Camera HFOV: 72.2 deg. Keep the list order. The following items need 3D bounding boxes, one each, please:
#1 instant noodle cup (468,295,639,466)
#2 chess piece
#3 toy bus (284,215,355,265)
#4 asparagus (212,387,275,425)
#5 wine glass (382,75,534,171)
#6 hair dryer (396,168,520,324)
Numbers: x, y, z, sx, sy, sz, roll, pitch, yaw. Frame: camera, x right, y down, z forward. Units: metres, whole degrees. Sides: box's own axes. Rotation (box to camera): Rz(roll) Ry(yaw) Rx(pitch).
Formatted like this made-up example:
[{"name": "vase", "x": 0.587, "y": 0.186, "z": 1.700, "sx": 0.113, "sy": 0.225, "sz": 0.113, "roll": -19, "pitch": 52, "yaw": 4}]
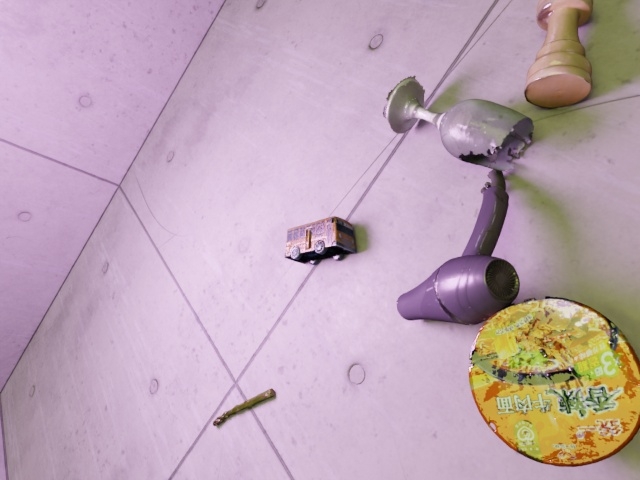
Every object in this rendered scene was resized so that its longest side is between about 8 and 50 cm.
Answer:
[{"name": "instant noodle cup", "x": 0.375, "y": 0.217, "z": 0.686, "sx": 0.230, "sy": 0.182, "sz": 0.231, "roll": -16, "pitch": 64, "yaw": 36}, {"name": "chess piece", "x": 0.497, "y": -0.475, "z": 0.899, "sx": 0.117, "sy": 0.117, "sz": 0.398, "roll": -1, "pitch": 72, "yaw": 40}, {"name": "toy bus", "x": 0.000, "y": 0.000, "z": 1.150, "sx": 0.181, "sy": 0.091, "sz": 0.104, "roll": -13, "pitch": 66, "yaw": 38}, {"name": "asparagus", "x": -0.216, "y": 0.459, "z": 1.204, "sx": 0.248, "sy": 0.025, "sz": 0.024, "roll": -34, "pitch": 97, "yaw": 26}, {"name": "wine glass", "x": 0.294, "y": -0.259, "z": 0.964, "sx": 0.321, "sy": 0.143, "sz": 0.144, "roll": 37, "pitch": 99, "yaw": 42}, {"name": "hair dryer", "x": 0.296, "y": 0.007, "z": 0.870, "sx": 0.361, "sy": 0.121, "sz": 0.301, "roll": -59, "pitch": 7, "yaw": -23}]
